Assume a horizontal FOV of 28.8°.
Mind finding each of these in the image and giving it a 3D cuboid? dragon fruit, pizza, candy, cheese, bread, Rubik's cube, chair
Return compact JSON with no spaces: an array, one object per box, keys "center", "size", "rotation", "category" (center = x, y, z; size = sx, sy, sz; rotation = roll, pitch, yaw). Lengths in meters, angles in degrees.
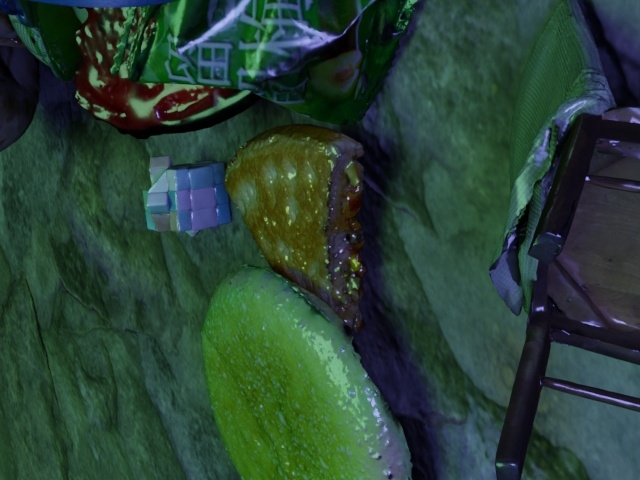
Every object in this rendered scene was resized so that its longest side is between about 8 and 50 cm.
[{"center":[-0.088,-0.240,1.030],"size":[0.282,0.100,0.344],"rotation":[22,119,30],"category":"dragon fruit"},{"center":[0.000,0.000,1.020],"size":[0.188,0.062,0.199],"rotation":[1,108,59],"category":"pizza"},{"center":[-0.041,-0.161,0.921],"size":[0.078,0.203,0.141],"rotation":[-109,34,-65],"category":"candy"},{"center":[-0.281,-0.262,1.245],"size":[0.320,0.083,0.204],"rotation":[-55,-42,-84],"category":"cheese"},{"center":[-0.019,0.160,1.065],"size":[0.301,0.045,0.301],"rotation":[37,140,39],"category":"bread"},{"center":[-0.136,-0.043,1.196],"size":[0.073,0.084,0.075],"rotation":[8,90,52],"category":"Rubik's cube"},{"center":[0.185,-0.004,0.669],"size":[0.186,0.319,0.160],"rotation":[10,118,8],"category":"chair"}]

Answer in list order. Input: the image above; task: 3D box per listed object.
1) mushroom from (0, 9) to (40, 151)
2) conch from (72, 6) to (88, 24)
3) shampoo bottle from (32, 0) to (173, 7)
[{"center":[-0.421,-0.268,1.393],"size":[0.362,0.294,0.362],"rotation":[-17,-90,-79],"category":"mushroom"},{"center":[-0.188,-0.270,1.191],"size":[0.185,0.120,0.221],"rotation":[-96,10,-56],"category":"conch"},{"center":[-0.136,-0.370,0.715],"size":[0.331,0.331,0.343],"rotation":[58,143,29],"category":"shampoo bottle"}]
